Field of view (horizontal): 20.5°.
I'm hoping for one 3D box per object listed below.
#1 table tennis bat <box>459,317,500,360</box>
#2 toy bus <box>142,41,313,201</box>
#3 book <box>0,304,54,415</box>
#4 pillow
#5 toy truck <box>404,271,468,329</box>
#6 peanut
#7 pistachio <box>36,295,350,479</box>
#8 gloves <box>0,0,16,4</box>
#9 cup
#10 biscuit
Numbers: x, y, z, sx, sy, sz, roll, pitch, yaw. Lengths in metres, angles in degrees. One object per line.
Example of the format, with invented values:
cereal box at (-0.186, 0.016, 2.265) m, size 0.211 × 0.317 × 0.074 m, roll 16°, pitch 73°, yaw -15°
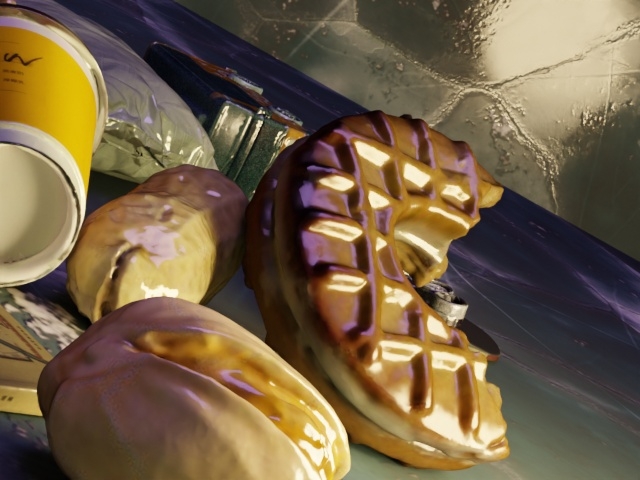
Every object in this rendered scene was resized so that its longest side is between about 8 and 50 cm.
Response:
table tennis bat at (0.155, 0.111, 2.152) m, size 0.154 × 0.021 × 0.274 m, roll 28°, pitch 9°, yaw -5°
toy bus at (-0.135, -0.139, 2.234) m, size 0.167 × 0.139 × 0.275 m, roll 20°, pitch 13°, yaw -34°
book at (-0.285, 0.064, 1.228) m, size 0.161 × 0.026 × 0.231 m, roll 38°, pitch 14°, yaw 37°
pillow at (-0.263, -0.164, 2.029) m, size 0.283 × 0.138 × 0.310 m, roll 28°, pitch 11°, yaw -43°
toy truck at (0.066, 0.083, 1.829) m, size 0.124 × 0.114 × 0.253 m, roll 13°, pitch 17°, yaw -23°
peanut at (-0.143, 0.010, 1.576) m, size 0.130 × 0.130 × 0.290 m, roll 31°, pitch 18°, yaw 6°
pistachio at (-0.078, 0.133, 1.174) m, size 0.229 × 0.157 × 0.157 m, roll 31°, pitch 10°, yaw -22°
gloves at (-0.407, -0.272, 1.874) m, size 0.152 × 0.197 × 0.301 m, roll 4°, pitch 44°, yaw -1°
cup at (-0.275, -0.081, 1.524) m, size 0.196 × 0.196 × 0.280 m, roll 25°, pitch 19°, yaw -22°
biscuit at (0.056, 0.027, 1.627) m, size 0.268 × 0.115 × 0.366 m, roll 23°, pitch 46°, yaw -31°
